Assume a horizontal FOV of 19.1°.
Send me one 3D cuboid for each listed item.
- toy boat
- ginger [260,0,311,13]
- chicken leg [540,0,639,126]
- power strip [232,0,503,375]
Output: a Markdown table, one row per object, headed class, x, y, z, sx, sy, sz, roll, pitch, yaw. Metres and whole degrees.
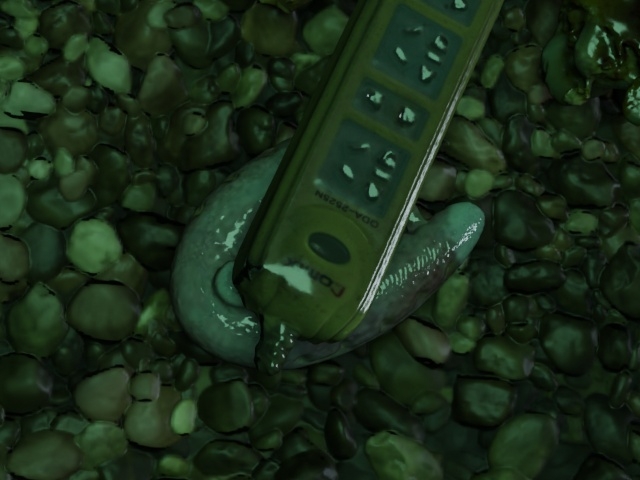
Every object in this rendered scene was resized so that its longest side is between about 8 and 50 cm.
| class | x | y | z | sx | sy | sz | roll | pitch | yaw |
| --- | --- | --- | --- | --- | --- | --- | --- | --- | --- |
| toy boat | 0.000 | 0.000 | 1.324 | 0.227 | 0.085 | 0.155 | -30 | 83 | -12 |
| ginger | -0.004 | -0.251 | 1.373 | 0.216 | 0.102 | 0.157 | -26 | 110 | -18 |
| chicken leg | 0.196 | -0.290 | 1.397 | 0.201 | 0.153 | 0.429 | -6 | 85 | 4 |
| power strip | 0.039 | -0.083 | 1.287 | 0.092 | 0.066 | 0.387 | 28 | 72 | -11 |
